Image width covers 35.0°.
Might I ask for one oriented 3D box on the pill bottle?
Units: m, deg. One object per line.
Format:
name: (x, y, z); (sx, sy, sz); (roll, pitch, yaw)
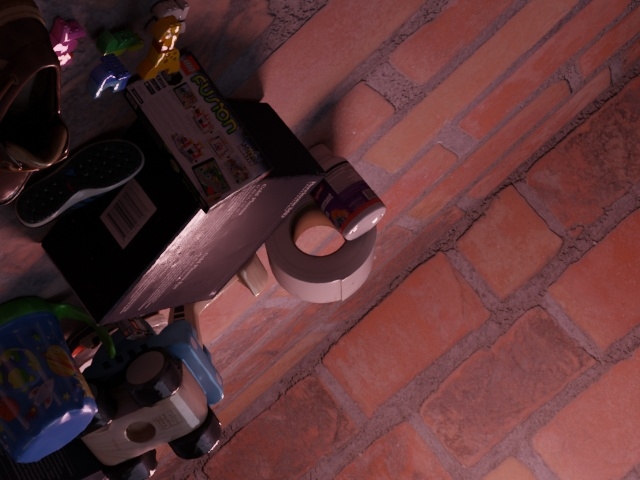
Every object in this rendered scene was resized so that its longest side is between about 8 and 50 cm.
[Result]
pill bottle: (0.037, -0.105, 2.102); (0.108, 0.193, 0.108); (-36, 164, -12)

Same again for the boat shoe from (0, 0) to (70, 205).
boat shoe: (-0.363, -0.129, 1.203); (0.123, 0.123, 0.342); (-28, 161, -38)

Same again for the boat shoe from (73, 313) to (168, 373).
boat shoe: (-0.422, 0.243, 2.197); (0.277, 0.096, 0.098); (-22, 161, -46)

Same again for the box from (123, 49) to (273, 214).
box: (-0.172, -0.153, 1.428); (0.114, 0.207, 0.036); (-34, 178, -21)

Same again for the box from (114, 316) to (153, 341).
box: (-0.375, 0.127, 1.897); (0.027, 0.137, 0.094); (-40, 166, 3)

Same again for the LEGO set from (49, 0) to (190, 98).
LEGO set: (-0.228, -0.249, 1.253); (0.227, 0.087, 0.093); (-28, 162, -40)

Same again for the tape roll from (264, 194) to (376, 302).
tape roll: (0.000, 0.000, 2.225); (0.246, 0.246, 0.169); (-37, 164, -10)

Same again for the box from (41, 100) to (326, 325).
box: (-0.220, -0.052, 1.667); (0.343, 0.179, 0.312); (-46, 162, 24)

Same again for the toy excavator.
toy excavator: (-0.302, 0.214, 2.060); (0.433, 0.445, 0.222); (-25, 125, 6)

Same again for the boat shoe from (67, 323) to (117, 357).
boat shoe: (-0.464, 0.197, 2.068); (0.137, 0.043, 0.049); (-42, 167, 12)

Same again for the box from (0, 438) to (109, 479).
box: (-0.638, 0.480, 2.064); (0.395, 0.212, 0.293); (-20, 160, -40)

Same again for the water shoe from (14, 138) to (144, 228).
water shoe: (-0.356, -0.086, 1.490); (0.203, 0.073, 0.080); (-29, -178, -16)

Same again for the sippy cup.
sippy cup: (-0.514, 0.254, 1.765); (0.305, 0.224, 0.240); (-42, 166, 6)
